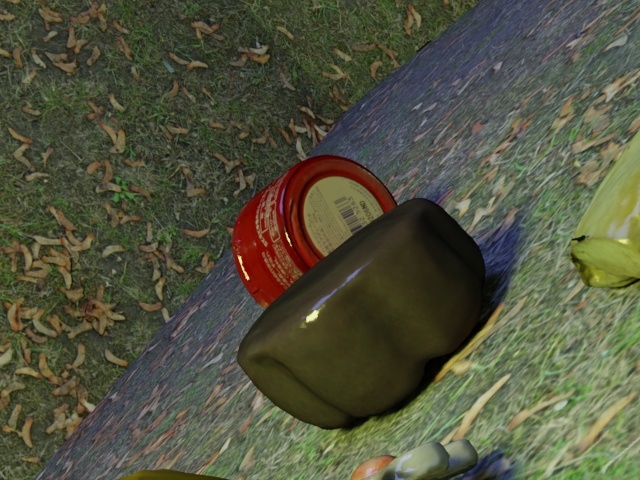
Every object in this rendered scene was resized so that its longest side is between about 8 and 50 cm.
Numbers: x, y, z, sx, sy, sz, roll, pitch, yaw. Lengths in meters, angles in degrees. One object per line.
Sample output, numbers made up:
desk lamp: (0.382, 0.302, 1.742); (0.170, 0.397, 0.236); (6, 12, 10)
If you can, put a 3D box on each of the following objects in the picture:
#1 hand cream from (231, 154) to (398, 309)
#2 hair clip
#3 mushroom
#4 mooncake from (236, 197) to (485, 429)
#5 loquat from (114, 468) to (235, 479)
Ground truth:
hand cream: (0.000, 0.000, 1.465); (0.125, 0.193, 0.193); (-31, 16, 52)
hair clip: (0.019, 0.197, 0.841); (0.146, 0.075, 0.257); (-27, -2, -33)
mushroom: (0.294, -0.094, 0.911); (0.312, 0.081, 0.100); (-50, 6, -21)
mooncake: (0.043, 0.068, 1.130); (0.245, 0.133, 0.245); (-44, 9, 8)
loquat: (-0.026, 0.201, 0.364); (0.276, 0.284, 0.276); (-48, 4, 4)
